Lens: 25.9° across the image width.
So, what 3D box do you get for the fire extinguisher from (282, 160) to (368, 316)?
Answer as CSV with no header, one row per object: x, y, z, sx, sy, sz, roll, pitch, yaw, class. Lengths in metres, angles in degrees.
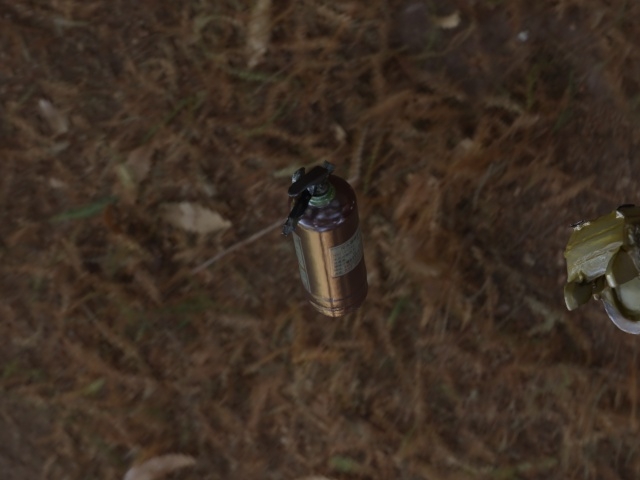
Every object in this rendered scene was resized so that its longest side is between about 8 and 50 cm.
0.000,0.000,1.409,0.071,0.099,0.231,22,152,20,fire extinguisher

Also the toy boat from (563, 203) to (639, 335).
0.332,0.028,1.331,0.089,0.310,0.115,-28,73,37,toy boat
